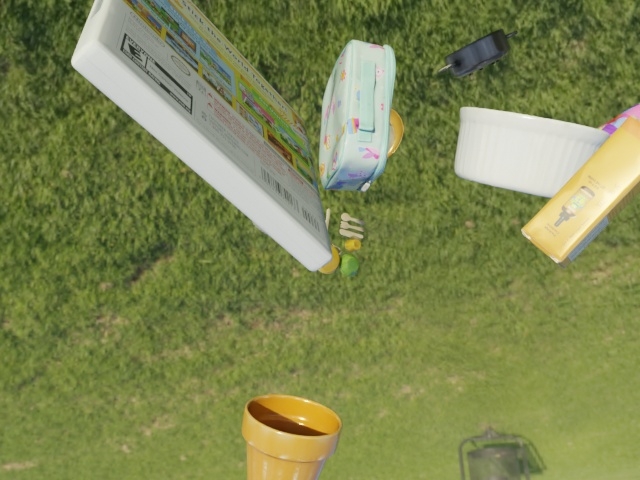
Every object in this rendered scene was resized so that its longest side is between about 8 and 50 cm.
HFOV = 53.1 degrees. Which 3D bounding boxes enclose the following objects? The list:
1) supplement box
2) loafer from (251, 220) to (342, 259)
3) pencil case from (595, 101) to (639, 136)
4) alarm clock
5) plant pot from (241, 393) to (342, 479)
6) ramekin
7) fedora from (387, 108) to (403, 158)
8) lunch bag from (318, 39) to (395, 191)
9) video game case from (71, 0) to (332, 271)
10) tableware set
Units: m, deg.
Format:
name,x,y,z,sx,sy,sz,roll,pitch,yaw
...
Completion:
name,x,y,z,sx,sy,sz,roll,pitch,yaw
supplement box,0.414,-0.069,0.962,0.233,0.078,0.080,-48,154,9
loafer,-0.044,-0.019,1.558,0.251,0.094,0.087,29,104,-19
pencil case,0.693,-0.247,1.443,0.236,0.104,0.104,-31,148,4
alarm clock,0.312,-0.376,1.320,0.192,0.064,0.129,-27,-172,-29
plant pot,-0.073,0.449,1.335,0.205,0.187,0.205,11,-173,-1
ramekin,0.392,-0.164,1.227,0.277,0.135,0.277,10,-170,-2
fedora,0.139,-0.307,1.811,0.194,0.194,0.079,-18,154,29
lunch bag,0.074,-0.236,1.264,0.108,0.279,0.224,6,167,-13
video game case,-0.078,-0.107,0.496,0.026,0.206,0.227,-34,127,19
tableware set,0.000,0.000,1.012,0.154,0.103,0.024,14,166,-28
